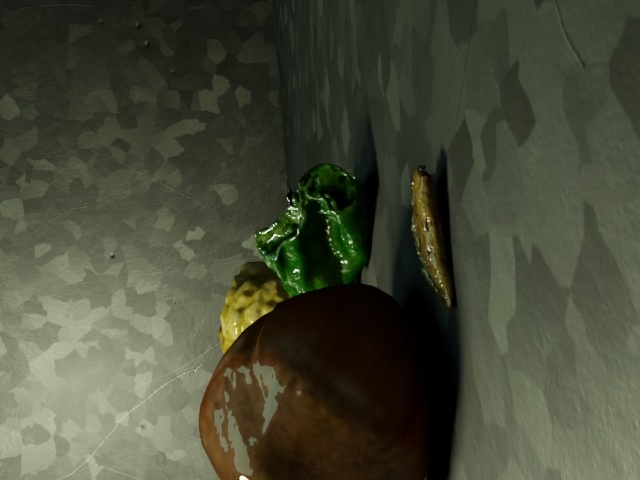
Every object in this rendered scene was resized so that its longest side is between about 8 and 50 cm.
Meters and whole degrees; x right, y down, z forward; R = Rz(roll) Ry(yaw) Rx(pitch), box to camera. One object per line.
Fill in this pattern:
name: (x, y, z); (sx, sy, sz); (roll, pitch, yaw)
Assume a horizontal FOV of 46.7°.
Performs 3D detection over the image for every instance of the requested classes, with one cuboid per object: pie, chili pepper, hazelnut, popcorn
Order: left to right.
popcorn: (-0.070, 0.170, 1.757); (0.349, 0.349, 0.382); (94, -166, -54)
chili pepper: (0.004, 0.010, 1.386); (0.167, 0.213, 0.385); (38, 161, 15)
hazelnut: (0.009, 0.230, 1.024); (0.372, 0.315, 0.372); (21, -90, -81)
pie: (0.130, -0.006, 0.885); (0.092, 0.034, 0.170); (-154, 54, -80)
